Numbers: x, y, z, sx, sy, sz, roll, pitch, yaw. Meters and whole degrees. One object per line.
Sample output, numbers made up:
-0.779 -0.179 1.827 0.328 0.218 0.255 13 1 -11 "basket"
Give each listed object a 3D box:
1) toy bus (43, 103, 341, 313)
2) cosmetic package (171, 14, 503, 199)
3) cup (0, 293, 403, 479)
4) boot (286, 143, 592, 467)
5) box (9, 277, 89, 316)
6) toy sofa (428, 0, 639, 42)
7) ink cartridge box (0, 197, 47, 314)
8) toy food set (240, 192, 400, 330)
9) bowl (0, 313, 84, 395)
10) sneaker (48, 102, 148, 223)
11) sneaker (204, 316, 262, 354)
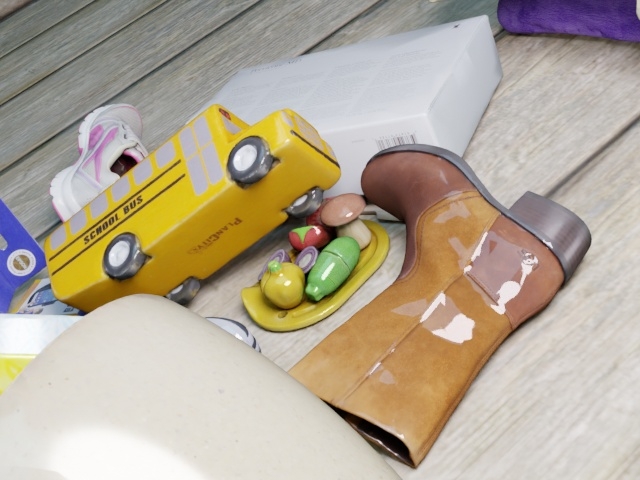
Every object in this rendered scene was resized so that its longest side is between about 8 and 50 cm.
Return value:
-0.144 -0.033 1.057 0.333 0.108 0.130 -35 53 19 "toy bus"
0.012 -0.154 1.215 0.377 0.097 0.284 -6 32 29 "cosmetic package"
-0.051 0.225 0.556 0.237 0.331 0.331 19 48 17 "cup"
0.068 0.049 0.900 0.264 0.096 0.280 31 65 32 "boot"
-0.314 0.076 1.192 0.136 0.028 0.081 -10 34 28 "box"
0.294 -0.311 1.148 0.150 0.177 0.362 -18 25 -31 "toy sofa"
-0.516 0.082 1.155 0.371 0.175 0.069 -40 30 -14 "ink cartridge box"
0.000 0.000 1.036 0.128 0.071 0.218 12 47 45 "toy food set"
-0.254 0.152 0.829 0.289 0.156 0.289 3 1 0 "bowl"
-0.291 -0.113 1.400 0.111 0.103 0.252 -10 41 18 "sneaker"
-0.171 0.123 0.970 0.224 0.083 0.098 -1 44 33 "sneaker"
